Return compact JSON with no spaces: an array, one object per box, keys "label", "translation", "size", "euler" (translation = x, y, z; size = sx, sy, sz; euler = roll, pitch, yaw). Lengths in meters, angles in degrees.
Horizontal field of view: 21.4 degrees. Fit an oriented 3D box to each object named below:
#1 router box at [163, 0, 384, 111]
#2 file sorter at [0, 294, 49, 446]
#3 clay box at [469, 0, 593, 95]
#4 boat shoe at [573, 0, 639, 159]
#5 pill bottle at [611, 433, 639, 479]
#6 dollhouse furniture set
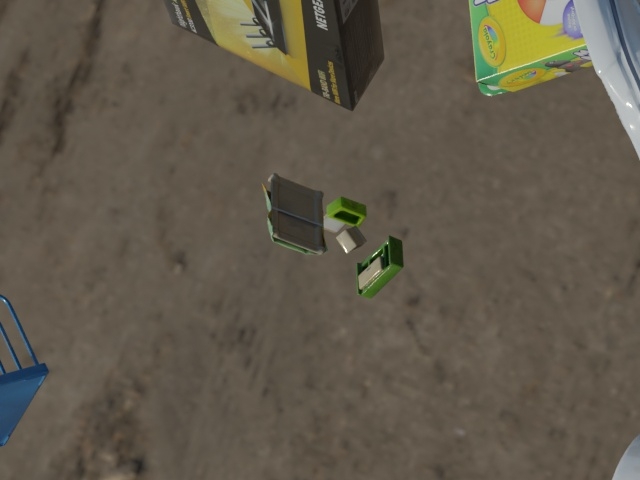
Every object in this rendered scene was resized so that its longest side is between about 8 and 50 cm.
[{"label":"router box","translation":[-0.062,-0.275,1.771],"size":[0.081,0.243,0.309],"euler":[-59,-14,-14]},{"label":"file sorter","translation":[-0.368,0.143,1.701],"size":[0.104,0.118,0.170],"euler":[61,143,19]},{"label":"clay box","translation":[0.192,-0.200,1.328],"size":[0.222,0.053,0.127],"euler":[-16,73,43]},{"label":"boat shoe","translation":[0.223,-0.083,1.035],"size":[0.076,0.083,0.226],"euler":[-23,85,18]},{"label":"pill bottle","translation":[0.445,0.267,1.439],"size":[0.408,0.229,0.229],"euler":[8,77,56]},{"label":"dollhouse furniture set","translation":[0.000,0.000,1.571],"size":[0.058,0.152,0.076],"euler":[-44,37,41]}]
